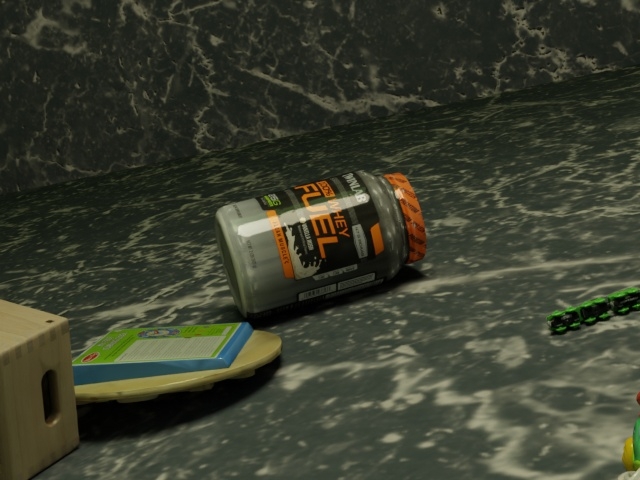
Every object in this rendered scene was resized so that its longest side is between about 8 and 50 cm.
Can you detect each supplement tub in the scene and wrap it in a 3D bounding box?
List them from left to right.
[{"bbox_3d":[0.000,0.000,1.100,0.190,0.117,0.117,-16,13,-11],"label":"supplement tub"}]

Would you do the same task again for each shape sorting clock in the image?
[{"bbox_3d":[-0.134,0.106,0.950,0.206,0.040,0.206,-4,7,0],"label":"shape sorting clock"}]

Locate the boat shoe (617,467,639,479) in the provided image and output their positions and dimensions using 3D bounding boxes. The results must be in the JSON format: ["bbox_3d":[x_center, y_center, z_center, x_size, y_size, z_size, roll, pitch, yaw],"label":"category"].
[{"bbox_3d":[0.157,0.125,0.458,0.277,0.096,0.098,-4,15,32],"label":"boat shoe"}]

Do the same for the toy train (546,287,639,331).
[{"bbox_3d":[0.215,0.054,0.883,0.083,0.017,0.024,-15,3,-10],"label":"toy train"}]

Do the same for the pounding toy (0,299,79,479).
[{"bbox_3d":[-0.251,0.117,0.867,0.130,0.141,0.100,12,24,29],"label":"pounding toy"}]

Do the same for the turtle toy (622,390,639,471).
[{"bbox_3d":[0.205,0.097,0.595,0.095,0.066,0.130,-9,14,16],"label":"turtle toy"}]
